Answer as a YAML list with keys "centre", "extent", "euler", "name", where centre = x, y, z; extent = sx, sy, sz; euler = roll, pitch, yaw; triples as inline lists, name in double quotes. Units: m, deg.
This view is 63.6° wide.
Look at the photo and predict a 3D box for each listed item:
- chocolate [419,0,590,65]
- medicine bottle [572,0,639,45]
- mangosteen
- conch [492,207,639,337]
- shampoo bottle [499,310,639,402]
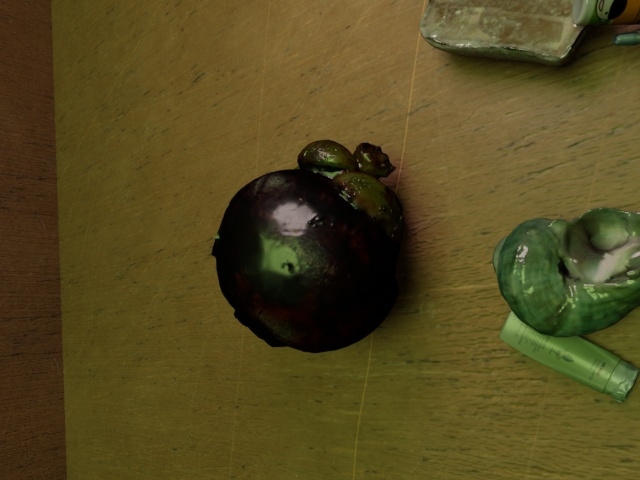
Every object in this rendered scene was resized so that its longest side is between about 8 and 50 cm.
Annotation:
- centre: [0.336, -0.403, 0.929]
  extent: [0.303, 0.100, 0.185]
  euler: [24, 89, 32]
  name: "chocolate"
- centre: [0.501, -0.341, 0.775]
  extent: [0.220, 0.061, 0.092]
  euler: [1, 100, 7]
  name: "medicine bottle"
- centre: [-0.024, 0.004, 1.018]
  extent: [0.380, 0.381, 0.422]
  euler: [-3, 75, 37]
  name: "mangosteen"
- centre: [0.388, 0.045, 0.825]
  extent: [0.277, 0.195, 0.220]
  euler: [13, 84, 60]
  name: "conch"
- centre: [0.411, 0.188, 0.863]
  extent: [0.212, 0.049, 0.072]
  euler: [26, 98, 35]
  name: "shampoo bottle"
